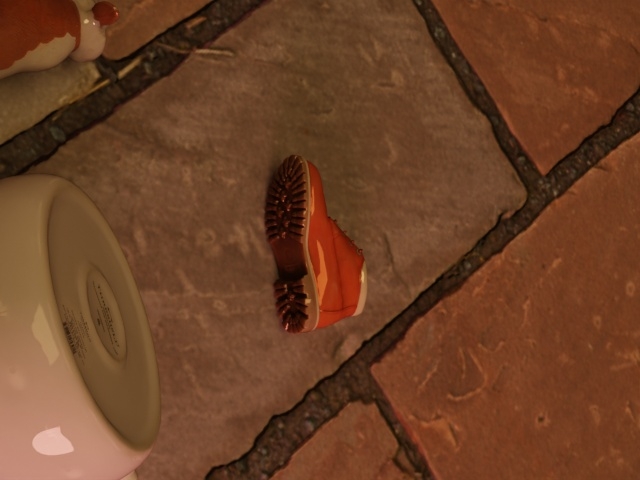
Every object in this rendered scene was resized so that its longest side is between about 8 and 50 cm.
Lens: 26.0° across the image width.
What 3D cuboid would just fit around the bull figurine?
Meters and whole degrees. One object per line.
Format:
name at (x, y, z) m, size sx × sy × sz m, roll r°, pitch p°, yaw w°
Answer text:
bull figurine at (-0.305, -0.177, 1.062) m, size 0.310 × 0.101 × 0.188 m, roll -35°, pitch 97°, yaw -32°

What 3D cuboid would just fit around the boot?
boot at (0.000, 0.000, 1.245) m, size 0.085 × 0.059 × 0.158 m, roll -7°, pitch 95°, yaw -35°

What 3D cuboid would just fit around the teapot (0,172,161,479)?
teapot at (-0.239, 0.086, 1.011) m, size 0.252 × 0.187 × 0.256 m, roll 62°, pitch 12°, yaw -49°
